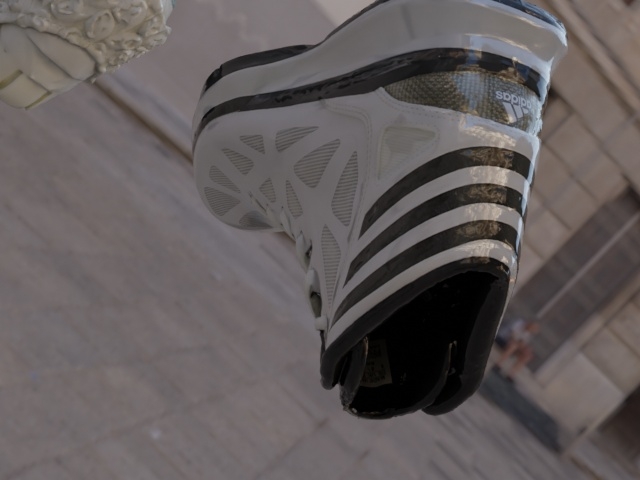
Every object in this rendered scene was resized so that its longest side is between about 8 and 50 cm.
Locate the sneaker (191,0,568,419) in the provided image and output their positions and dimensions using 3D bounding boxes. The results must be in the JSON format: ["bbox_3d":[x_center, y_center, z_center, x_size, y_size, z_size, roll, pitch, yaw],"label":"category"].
[{"bbox_3d":[-0.001,0.000,1.019,0.169,0.257,0.447,16,-16,-22],"label":"sneaker"}]

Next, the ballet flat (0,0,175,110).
[{"bbox_3d":[-0.324,-0.188,1.396,0.409,0.147,0.147,2,-20,30],"label":"ballet flat"}]
